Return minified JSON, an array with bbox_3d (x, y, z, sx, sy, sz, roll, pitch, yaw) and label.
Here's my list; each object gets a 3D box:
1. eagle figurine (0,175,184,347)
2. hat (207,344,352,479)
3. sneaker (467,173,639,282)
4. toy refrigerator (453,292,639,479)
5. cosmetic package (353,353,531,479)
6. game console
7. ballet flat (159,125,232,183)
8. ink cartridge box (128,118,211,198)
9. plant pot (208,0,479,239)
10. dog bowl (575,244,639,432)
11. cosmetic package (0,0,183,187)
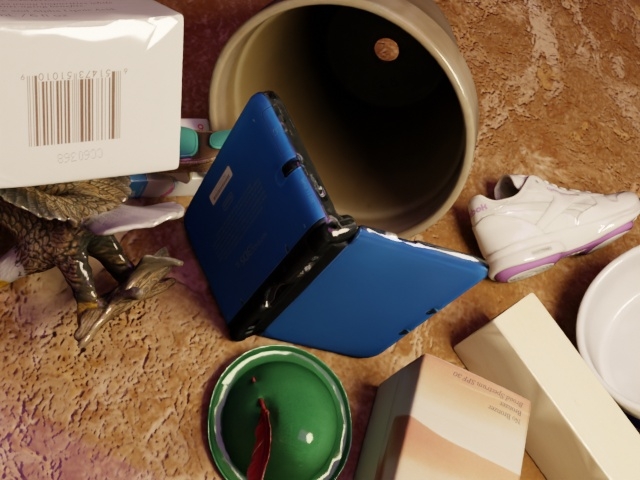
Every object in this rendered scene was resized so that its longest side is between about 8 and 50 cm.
[{"bbox_3d":[-0.300,-0.033,0.912,0.225,0.226,0.298,-40,90,-15],"label":"eagle figurine"},{"bbox_3d":[-0.018,0.188,0.913,0.173,0.183,0.208,12,65,-16],"label":"hat"},{"bbox_3d":[0.344,-0.046,1.263,0.305,0.114,0.152,-16,72,-31],"label":"sneaker"},{"bbox_3d":[0.301,0.209,1.113,0.094,0.102,0.269,-29,78,-34],"label":"toy refrigerator"},{"bbox_3d":[0.119,0.296,0.961,0.153,0.129,0.296,25,56,-11],"label":"cosmetic package"},{"bbox_3d":[0.000,0.000,0.966,0.173,0.293,0.250,-16,72,-32],"label":"game console"},{"bbox_3d":[-0.137,-0.095,1.019,0.206,0.067,0.073,3,42,0],"label":"ballet flat"},{"bbox_3d":[-0.193,-0.102,1.078,0.122,0.052,0.088,-4,67,-26],"label":"ink cartridge box"},{"bbox_3d":[0.055,-0.199,1.120,0.323,0.323,0.280,33,37,-6],"label":"plant pot"},{"bbox_3d":[0.478,0.128,1.141,0.104,0.265,0.265,49,42,-45],"label":"dog bowl"},{"bbox_3d":[-0.313,-0.192,0.887,0.217,0.156,0.385,-11,31,-33],"label":"cosmetic package"}]
